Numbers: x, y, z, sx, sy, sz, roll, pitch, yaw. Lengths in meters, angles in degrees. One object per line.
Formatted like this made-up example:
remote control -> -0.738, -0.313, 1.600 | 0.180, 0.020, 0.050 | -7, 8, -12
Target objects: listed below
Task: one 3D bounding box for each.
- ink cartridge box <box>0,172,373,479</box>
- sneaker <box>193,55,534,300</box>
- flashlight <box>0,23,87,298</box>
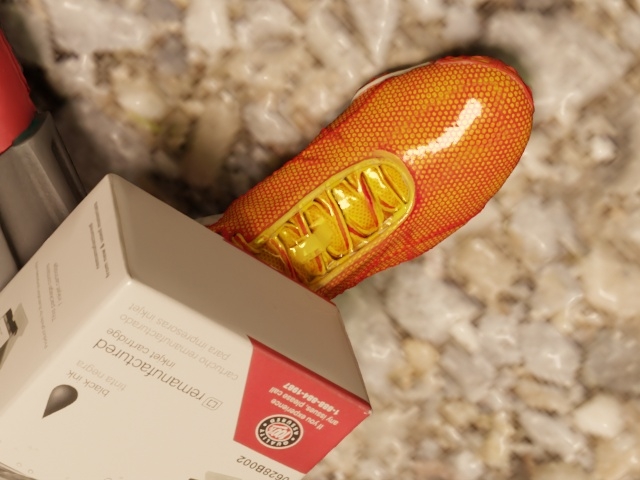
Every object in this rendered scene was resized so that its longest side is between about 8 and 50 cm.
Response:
ink cartridge box -> -0.067, 0.061, 0.490 | 0.099, 0.056, 0.135 | 31, 113, -32
sneaker -> 0.000, 0.000, 0.535 | 0.175, 0.067, 0.064 | -35, 105, 17
flashlight -> -0.176, -0.113, 0.483 | 0.103, 0.103, 0.304 | -18, 113, 16
